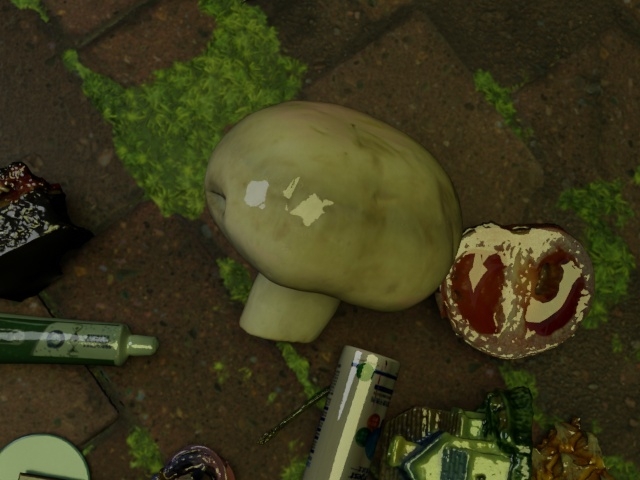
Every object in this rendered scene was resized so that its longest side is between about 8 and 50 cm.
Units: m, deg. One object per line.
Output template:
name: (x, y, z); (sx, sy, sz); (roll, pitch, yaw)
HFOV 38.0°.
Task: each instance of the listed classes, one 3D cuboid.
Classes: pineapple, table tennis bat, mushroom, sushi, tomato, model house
pineapple: (0.348, 0.423, 1.281); (0.161, 0.158, 0.335); (-4, 87, -14)
table tennis bat: (-0.421, 0.402, 1.342); (0.152, 0.040, 0.244); (14, 80, -5)
mushroom: (0.020, -0.022, 1.268); (0.325, 0.353, 0.353); (4, 79, 39)
sushi: (-0.448, -0.028, 1.353); (0.172, 0.153, 0.151); (-36, 65, 16)
tomato: (0.278, 0.071, 1.367); (0.227, 0.112, 0.199); (5, 90, 1)
model house: (0.183, 0.290, 1.283); (0.189, 0.214, 0.195); (6, 84, 0)

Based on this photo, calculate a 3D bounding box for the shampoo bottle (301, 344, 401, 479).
shampoo bottle: (0.031, 0.308, 1.337); (0.092, 0.092, 0.304); (18, 81, 1)

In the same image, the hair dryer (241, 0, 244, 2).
hair dryer: (0.010, -0.487, 1.444); (0.357, 0.173, 0.108); (-35, 79, 13)

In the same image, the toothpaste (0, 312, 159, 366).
toothpaste: (-0.432, 0.148, 1.368); (0.391, 0.061, 0.099); (2, 75, 3)

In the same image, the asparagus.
asparagus: (-0.027, 0.252, 1.383); (0.166, 0.013, 0.016); (-35, 67, -6)

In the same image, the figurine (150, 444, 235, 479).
figurine: (-0.184, 0.367, 1.304); (0.126, 0.157, 0.114); (23, 103, -3)

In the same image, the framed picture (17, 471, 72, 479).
framed picture: (-0.360, 0.410, 1.326); (0.168, 0.023, 0.128); (14, 79, -14)
